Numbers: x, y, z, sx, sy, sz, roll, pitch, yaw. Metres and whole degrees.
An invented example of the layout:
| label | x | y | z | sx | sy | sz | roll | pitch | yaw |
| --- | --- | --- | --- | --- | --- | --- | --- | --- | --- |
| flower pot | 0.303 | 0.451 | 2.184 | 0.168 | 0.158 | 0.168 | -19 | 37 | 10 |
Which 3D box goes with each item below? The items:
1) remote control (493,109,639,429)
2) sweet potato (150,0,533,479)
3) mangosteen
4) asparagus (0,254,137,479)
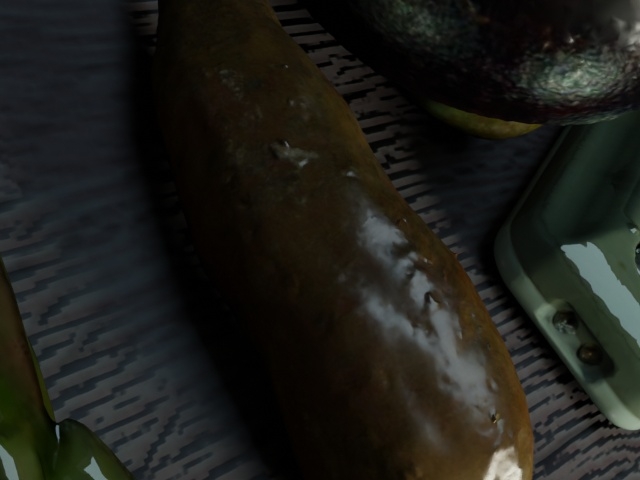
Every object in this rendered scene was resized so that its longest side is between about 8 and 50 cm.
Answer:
| label | x | y | z | sx | sy | sz | roll | pitch | yaw |
| --- | --- | --- | --- | --- | --- | --- | --- | --- | --- |
| remote control | 0.185 | -0.018 | 1.089 | 0.128 | 0.065 | 0.335 | 51 | 28 | -6 |
| sweet potato | -0.001 | -0.001 | 0.751 | 0.097 | 0.097 | 0.291 | -1 | 62 | -58 |
| mangosteen | 0.101 | -0.180 | 0.933 | 0.288 | 0.288 | 0.288 | 38 | 33 | -32 |
| asparagus | -0.085 | 0.085 | 0.535 | 0.287 | 0.080 | 0.080 | 62 | 27 | -7 |
